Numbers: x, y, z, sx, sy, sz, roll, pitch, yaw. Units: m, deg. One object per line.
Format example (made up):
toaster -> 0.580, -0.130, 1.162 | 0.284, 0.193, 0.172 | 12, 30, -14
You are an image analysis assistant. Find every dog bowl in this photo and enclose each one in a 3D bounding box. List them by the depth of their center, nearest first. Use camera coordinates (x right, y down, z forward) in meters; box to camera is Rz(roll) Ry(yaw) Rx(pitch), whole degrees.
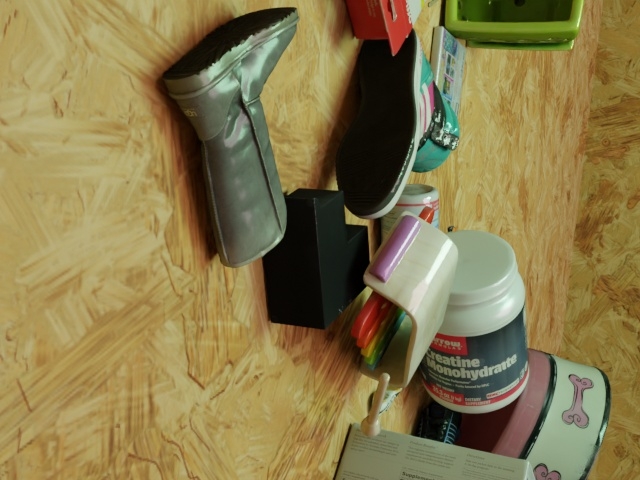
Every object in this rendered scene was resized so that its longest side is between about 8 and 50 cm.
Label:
dog bowl -> 0.364, 0.383, 1.531 | 0.408, 0.150, 0.408 | -60, 178, -3

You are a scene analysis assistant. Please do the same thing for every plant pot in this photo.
plant pot -> 0.355, -0.451, 1.435 | 0.207, 0.228, 0.227 | 8, 88, -72

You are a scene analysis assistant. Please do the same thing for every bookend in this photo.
bookend -> 0.000, 0.000, 0.961 | 0.156, 0.072, 0.157 | -40, 130, -57

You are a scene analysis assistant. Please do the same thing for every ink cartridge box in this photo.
ink cartridge box -> 0.087, -0.357, 1.055 | 0.231, 0.078, 0.134 | -63, 147, -37

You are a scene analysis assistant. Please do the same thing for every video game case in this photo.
video game case -> 0.219, -0.277, 1.415 | 0.143, 0.019, 0.157 | 6, 91, -64

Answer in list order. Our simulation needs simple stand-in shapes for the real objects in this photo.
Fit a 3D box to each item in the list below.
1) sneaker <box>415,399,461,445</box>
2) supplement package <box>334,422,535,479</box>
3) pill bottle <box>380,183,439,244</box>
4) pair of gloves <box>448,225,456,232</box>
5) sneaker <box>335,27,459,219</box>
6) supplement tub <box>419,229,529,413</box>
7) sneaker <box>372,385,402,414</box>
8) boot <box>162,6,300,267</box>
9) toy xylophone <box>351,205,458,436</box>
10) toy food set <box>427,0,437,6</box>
sneaker -> 0.203, 0.353, 1.460 | 0.232, 0.081, 0.090 | -45, 132, -62
supplement package -> 0.173, 0.391, 1.185 | 0.145, 0.262, 0.204 | -69, 151, -26
pill bottle -> 0.134, 0.000, 1.221 | 0.087, 0.087, 0.160 | -33, 125, -58
pair of gloves -> 0.249, 0.017, 1.552 | 0.083, 0.010, 0.074 | -68, 150, -29
sneaker -> 0.108, -0.127, 1.097 | 0.178, 0.123, 0.295 | 47, 47, -48
supplement tub -> 0.252, 0.139, 1.375 | 0.191, 0.191, 0.272 | -56, 143, -44
sneaker -> 0.102, 0.249, 1.282 | 0.083, 0.032, 0.037 | -22, 129, -56
boot -> -0.063, -0.104, 0.806 | 0.189, 0.076, 0.208 | -45, 129, -33
toy xylophone -> 0.099, 0.115, 1.073 | 0.236, 0.081, 0.323 | -53, 161, -33
toy food set -> 0.157, -0.427, 1.258 | 0.078, 0.019, 0.122 | -49, 130, -50
